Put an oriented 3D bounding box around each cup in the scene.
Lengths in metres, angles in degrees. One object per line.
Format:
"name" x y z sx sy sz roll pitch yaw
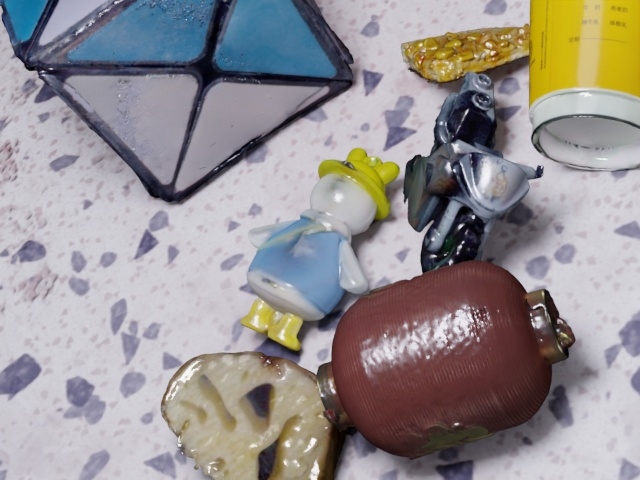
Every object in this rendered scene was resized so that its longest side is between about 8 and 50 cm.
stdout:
"cup" 0.301 -0.225 1.941 0.196 0.196 0.280 -3 66 26

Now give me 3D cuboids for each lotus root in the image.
"lotus root" -0.054 0.204 1.900 0.170 0.074 0.260 -46 51 -11

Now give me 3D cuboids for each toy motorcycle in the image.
"toy motorcycle" 0.156 -0.078 1.923 0.270 0.106 0.159 -83 20 -44

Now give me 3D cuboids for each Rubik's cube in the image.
"Rubik's cube" -0.183 -0.278 2.141 0.307 0.305 0.310 -32 50 6

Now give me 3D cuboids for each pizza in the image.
"pizza" 0.155 -0.209 2.055 0.178 0.041 0.131 2 24 40

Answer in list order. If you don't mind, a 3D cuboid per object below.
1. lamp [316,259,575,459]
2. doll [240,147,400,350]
"lamp" 0.124 0.115 1.810 0.258 0.180 0.180 -19 52 13
"doll" 0.001 0.001 1.993 0.241 0.099 0.135 -56 29 -17
